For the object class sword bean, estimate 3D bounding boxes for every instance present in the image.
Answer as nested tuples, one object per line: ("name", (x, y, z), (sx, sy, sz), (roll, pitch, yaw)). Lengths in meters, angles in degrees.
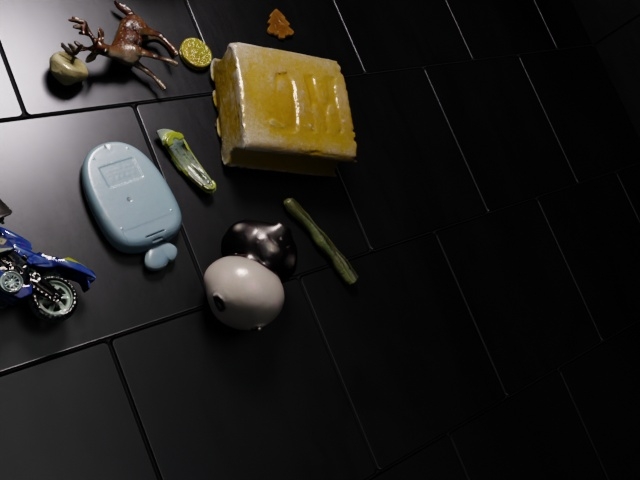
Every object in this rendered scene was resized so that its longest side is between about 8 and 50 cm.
("sword bean", (0.000, -0.001, 1.928), (0.269, 0.038, 0.043), (51, 26, -6))

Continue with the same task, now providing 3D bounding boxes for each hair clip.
("hair clip", (-0.307, -0.184, 1.794), (0.188, 0.033, 0.060), (52, 49, -1))

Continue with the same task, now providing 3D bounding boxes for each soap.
("soap", (-0.091, -0.321, 1.931), (0.334, 0.156, 0.294), (3, 73, -33))

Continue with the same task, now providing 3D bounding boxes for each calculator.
("calculator", (-0.402, -0.077, 1.675), (0.188, 0.042, 0.303), (-26, 84, -40))

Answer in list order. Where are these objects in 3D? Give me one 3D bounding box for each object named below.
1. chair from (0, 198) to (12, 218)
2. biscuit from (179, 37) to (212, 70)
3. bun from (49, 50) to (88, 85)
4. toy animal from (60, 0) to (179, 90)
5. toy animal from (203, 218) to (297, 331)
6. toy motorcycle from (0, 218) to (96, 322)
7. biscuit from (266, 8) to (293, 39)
("chair", (-0.687, -0.098, 1.418), (0.140, 0.145, 0.221), (-35, 92, -39))
("biscuit", (-0.310, -0.463, 1.919), (0.083, 0.023, 0.084), (15, 61, -28))
("bun", (-0.554, -0.371, 1.687), (0.086, 0.055, 0.086), (32, 27, -18))
("toy animal", (-0.455, -0.448, 1.770), (0.259, 0.087, 0.244), (26, 33, -26))
("toy animal", (-0.156, 0.083, 1.700), (0.187, 0.165, 0.235), (30, 58, -19))
("toy motorcycle", (-0.583, 0.037, 1.456), (0.315, 0.113, 0.169), (29, 53, -23))
("biscuit", (-0.116, -0.590, 2.114), (0.082, 0.016, 0.092), (-7, 74, -32))
